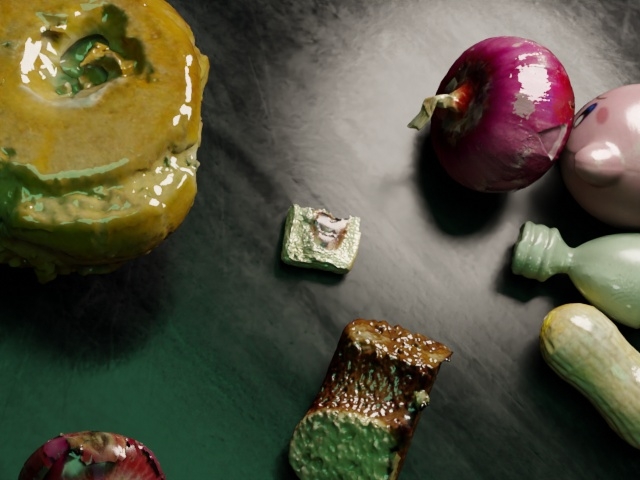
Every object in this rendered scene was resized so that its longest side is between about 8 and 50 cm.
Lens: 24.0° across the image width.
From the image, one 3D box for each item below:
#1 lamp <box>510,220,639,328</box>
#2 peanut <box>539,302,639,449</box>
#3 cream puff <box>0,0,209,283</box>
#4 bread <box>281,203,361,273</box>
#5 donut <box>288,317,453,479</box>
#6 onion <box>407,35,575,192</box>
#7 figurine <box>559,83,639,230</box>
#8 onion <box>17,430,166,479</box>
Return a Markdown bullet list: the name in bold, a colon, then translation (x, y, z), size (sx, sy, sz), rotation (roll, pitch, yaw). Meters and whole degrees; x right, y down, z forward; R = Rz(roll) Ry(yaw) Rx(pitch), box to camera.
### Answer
- **lamp**: translation (0.308, 0.030, 1.663), size (0.193, 0.106, 0.106), rotation (17, 67, 7)
- **peanut**: translation (0.320, 0.151, 1.621), size (0.206, 0.087, 0.087), rotation (44, 68, 7)
- **cream puff**: translation (-0.258, -0.107, 1.538), size (0.327, 0.231, 0.343), rotation (-29, 70, -24)
- **bread**: translation (0.000, 0.000, 1.649), size (0.083, 0.035, 0.070), rotation (15, 68, -7)
- **donut**: translation (0.050, 0.183, 1.551), size (0.126, 0.144, 0.187), rotation (25, 97, 6)
- **onion**: translation (0.198, -0.140, 1.664), size (0.153, 0.177, 0.177), rotation (47, 62, -34)
- **figurine**: translation (0.350, -0.093, 1.678), size (0.173, 0.173, 0.173), rotation (4, 68, -9)
- **onion**: translation (-0.235, 0.238, 1.486), size (0.150, 0.140, 0.150), rotation (-8, 114, -19)
